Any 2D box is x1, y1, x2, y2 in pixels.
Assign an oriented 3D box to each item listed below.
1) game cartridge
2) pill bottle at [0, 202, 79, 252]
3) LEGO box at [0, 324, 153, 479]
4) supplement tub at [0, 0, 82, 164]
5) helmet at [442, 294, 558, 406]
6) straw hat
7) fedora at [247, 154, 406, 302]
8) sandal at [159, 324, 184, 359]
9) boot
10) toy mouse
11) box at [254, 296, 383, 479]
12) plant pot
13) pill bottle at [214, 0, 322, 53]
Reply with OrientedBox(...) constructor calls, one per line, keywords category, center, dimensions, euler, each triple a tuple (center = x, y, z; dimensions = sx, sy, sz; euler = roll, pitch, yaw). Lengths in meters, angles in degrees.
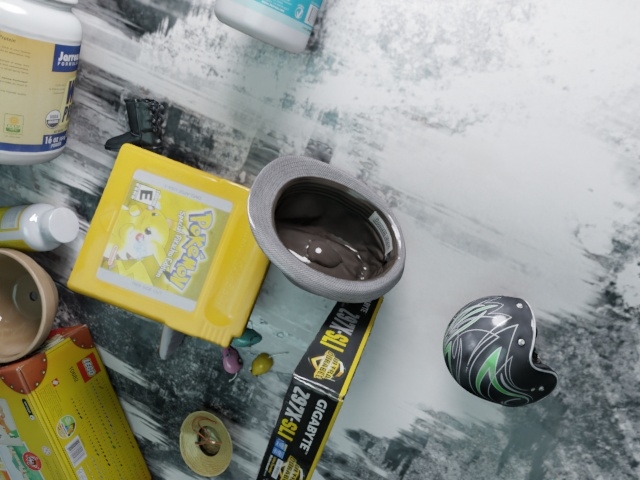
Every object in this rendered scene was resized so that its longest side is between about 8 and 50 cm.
OrientedBox(category="game cartridge", center=(-0.251, 0.010, 0.792), dimensions=(0.324, 0.052, 0.285), euler=(20, 88, 2))
OrientedBox(category="pill bottle", center=(-0.617, -0.026, 0.933), dimensions=(0.184, 0.103, 0.103), euler=(-3, 106, 17))
OrientedBox(category="LEGO box", center=(-0.679, 0.491, 1.063), dimensions=(0.373, 0.193, 0.499), euler=(-11, 103, 19))
OrientedBox(category="supplement tub", center=(-0.549, -0.315, 0.755), dimensions=(0.228, 0.228, 0.316), euler=(26, 112, 7))
OrientedBox(category="helmet", center=(0.281, 0.172, 0.704), dimensions=(0.169, 0.169, 0.161), euler=(-39, 110, 23))
OrientedBox(category="straw hat", center=(-0.247, 0.451, 0.998), dimensions=(0.145, 0.061, 0.144), euler=(0, 89, 17))
OrientedBox(category="fedora", center=(0.000, 0.000, 0.722), dimensions=(0.276, 0.243, 0.124), euler=(23, 143, -11))
OrientedBox(category="sandal", center=(-0.311, 0.133, 0.895), dimensions=(0.076, 0.102, 0.265), euler=(25, 114, 5))
OrientedBox(category="boot", center=(-0.355, -0.218, 0.829), dimensions=(0.121, 0.045, 0.099), euler=(4, 110, 8))
OrientedBox(category="toy mouse", center=(-0.172, 0.237, 0.925), dimensions=(0.143, 0.031, 0.161), euler=(46, 113, -1))
OrientedBox(category="box", center=(0.005, 0.244, 0.720), dimensions=(0.080, 0.322, 0.257), euler=(21, 111, 11))
OrientedBox(category="plant pot", center=(-0.656, 0.130, 0.940), dimensions=(0.238, 0.110, 0.237), euler=(1, 95, 8))
OrientedBox(category="pill bottle", center=(-0.046, -0.421, 0.622), dimensions=(0.146, 0.146, 0.264), euler=(27, 111, 7))
